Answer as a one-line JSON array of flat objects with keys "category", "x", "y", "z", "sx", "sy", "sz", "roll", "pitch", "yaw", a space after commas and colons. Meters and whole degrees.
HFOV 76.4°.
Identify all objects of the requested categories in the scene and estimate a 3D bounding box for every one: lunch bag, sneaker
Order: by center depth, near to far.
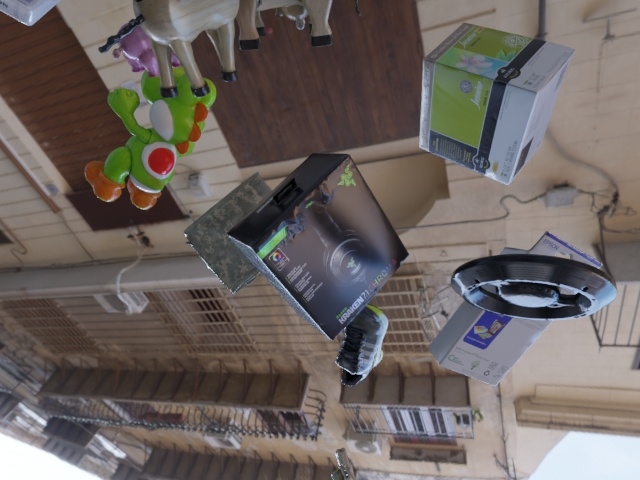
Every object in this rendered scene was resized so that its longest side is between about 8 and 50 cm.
[{"category": "sneaker", "x": 0.094, "y": 0.254, "z": 0.992, "sx": 0.111, "sy": 0.299, "sz": 0.121, "roll": 17, "pitch": -132, "yaw": 28}, {"category": "lunch bag", "x": -0.225, "y": -0.013, "z": 1.204, "sx": 0.287, "sy": 0.235, "sz": 0.169, "roll": -39, "pitch": 178, "yaw": -14}]

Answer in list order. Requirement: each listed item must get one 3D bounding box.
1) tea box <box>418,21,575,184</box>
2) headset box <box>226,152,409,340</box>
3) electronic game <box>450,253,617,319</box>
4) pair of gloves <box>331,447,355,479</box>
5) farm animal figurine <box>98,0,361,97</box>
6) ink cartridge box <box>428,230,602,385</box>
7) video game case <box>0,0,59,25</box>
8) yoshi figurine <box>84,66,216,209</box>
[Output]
[{"category": "tea box", "x": 0.483, "y": -0.396, "z": 1.187, "sx": 0.324, "sy": 0.329, "sz": 0.220, "roll": 32, "pitch": -114, "yaw": 28}, {"category": "headset box", "x": 0.000, "y": 0.000, "z": 0.789, "sx": 0.246, "sy": 0.283, "sz": 0.131, "roll": -45, "pitch": -149, "yaw": -16}, {"category": "electronic game", "x": 0.324, "y": 0.075, "z": 0.638, "sx": 0.229, "sy": 0.229, "sz": 0.048, "roll": 1, "pitch": -115, "yaw": 28}, {"category": "pair of gloves", "x": 0.065, "y": 0.454, "z": 0.650, "sx": 0.042, "sy": 0.240, "sz": 0.204, "roll": -22, "pitch": -105, "yaw": -7}, {"category": "farm animal figurine", "x": -0.105, "y": -0.330, "z": 0.506, "sx": 0.327, "sy": 0.172, "sz": 0.330, "roll": -15, "pitch": -137, "yaw": -13}, {"category": "ink cartridge box", "x": 0.380, "y": 0.135, "z": 0.814, "sx": 0.332, "sy": 0.165, "sz": 0.065, "roll": -58, "pitch": -160, "yaw": 18}, {"category": "video game case", "x": -0.319, "y": -0.302, "z": 0.382, "sx": 0.022, "sy": 0.173, "sz": 0.190, "roll": -40, "pitch": -146, "yaw": 41}, {"category": "yoshi figurine", "x": -0.374, "y": -0.251, "z": 0.916, "sx": 0.362, "sy": 0.203, "sz": 0.203, "roll": -42, "pitch": -163, "yaw": 24}]
